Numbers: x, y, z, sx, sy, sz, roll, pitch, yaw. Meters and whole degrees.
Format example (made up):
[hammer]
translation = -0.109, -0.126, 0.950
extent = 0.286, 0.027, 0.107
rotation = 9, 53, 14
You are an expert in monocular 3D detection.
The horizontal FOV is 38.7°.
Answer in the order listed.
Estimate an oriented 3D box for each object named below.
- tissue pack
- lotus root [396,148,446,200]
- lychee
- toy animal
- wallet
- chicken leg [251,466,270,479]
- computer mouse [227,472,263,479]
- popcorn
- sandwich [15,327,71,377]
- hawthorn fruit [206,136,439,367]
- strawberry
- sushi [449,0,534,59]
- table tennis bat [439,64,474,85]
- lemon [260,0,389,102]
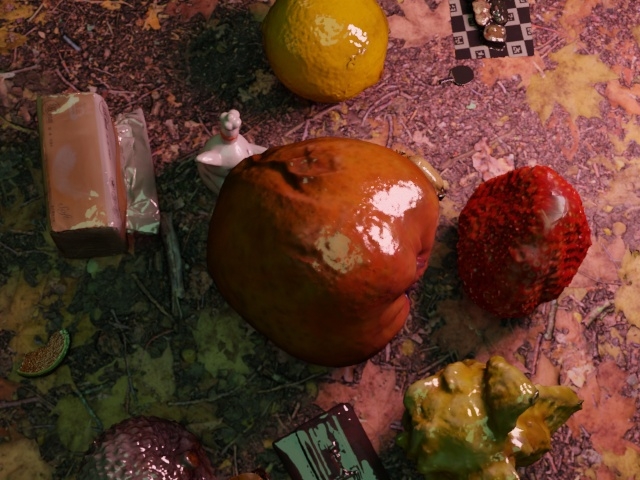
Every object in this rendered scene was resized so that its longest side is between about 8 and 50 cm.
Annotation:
[tissue pack]
translation = -0.462, -0.139, 1.918
extent = 0.238, 0.238, 0.305
rotation = -10, 74, -4
[lotus root]
translation = 0.216, -0.143, 2.006
extent = 0.072, 0.063, 0.152
rotation = -44, 85, 16
[lychee]
translation = -0.334, 0.473, 1.703
extent = 0.300, 0.300, 0.300
rotation = 0, 74, -1
[toy animal]
translation = -0.187, -0.166, 1.907
extent = 0.138, 0.282, 0.140
rotation = 34, 78, -7
[wallet]
translation = 0.032, 0.464, 1.840
extent = 0.182, 0.049, 0.229
rotation = -27, 78, -11
[chicken leg]
translation = -0.096, 0.523, 1.827
extent = 0.062, 0.037, 0.145
rotation = -40, 77, 11
[computer mouse]
translation = -0.132, 0.558, 1.786
extent = 0.102, 0.045, 0.199
rotation = -14, 85, -28
[popcorn]
translation = 0.311, 0.338, 1.734
extent = 0.290, 0.326, 0.321
rotation = 33, 59, 17
[sandwich]
translation = -0.570, 0.244, 1.902
extent = 0.135, 0.029, 0.067
rotation = -40, 73, -10
[hawthorn fruit]
translation = 0.000, 0.000, 1.779
extent = 0.472, 0.472, 0.472
rotation = 0, 74, -1
[strawberry]
translation = 0.416, -0.001, 1.822
extent = 0.267, 0.351, 0.312
rotation = 14, 69, -5
[sushi]
translation = 0.402, -0.533, 2.125
extent = 0.192, 0.050, 0.215
rotation = -3, 75, -2
[table tennis bat]
translation = 0.314, -0.377, 2.102
extent = 0.083, 0.007, 0.050
rotation = -18, 76, -7
[lemon]
translation = 0.013, -0.434, 1.981
extent = 0.293, 0.293, 0.293
rotation = 0, 74, -1
